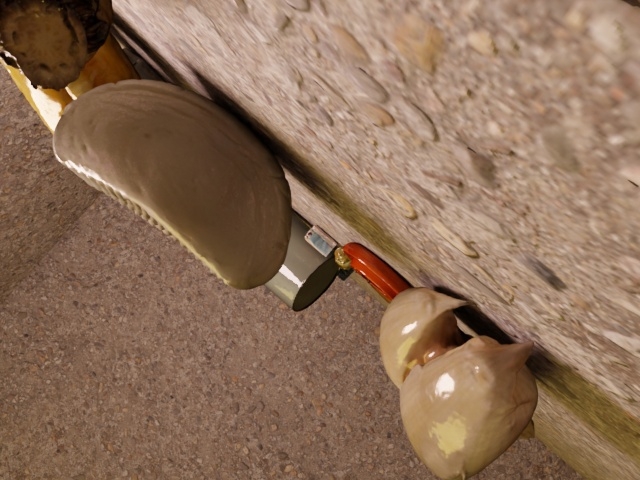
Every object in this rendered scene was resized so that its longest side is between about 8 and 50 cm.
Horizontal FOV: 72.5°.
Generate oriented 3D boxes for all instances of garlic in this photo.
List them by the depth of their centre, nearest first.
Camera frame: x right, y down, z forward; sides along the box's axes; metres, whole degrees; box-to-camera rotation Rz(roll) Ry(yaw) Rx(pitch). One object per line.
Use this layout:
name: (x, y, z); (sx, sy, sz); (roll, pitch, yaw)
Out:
garlic: (0.206, 0.203, 0.658); (0.249, 0.286, 0.313); (-14, 151, 28)

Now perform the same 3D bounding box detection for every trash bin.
trash bin: (-0.160, 0.019, 1.534); (0.432, 0.280, 0.280); (39, 177, 21)

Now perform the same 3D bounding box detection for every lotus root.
lotus root: (-0.305, -0.278, 0.428); (0.314, 0.141, 0.169); (50, 178, 22)

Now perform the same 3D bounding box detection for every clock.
clock: (0.130, 0.080, 0.977); (0.205, 0.051, 0.205); (40, 177, 3)

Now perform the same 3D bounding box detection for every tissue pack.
tissue pack: (0.000, 0.000, 1.358); (0.094, 0.059, 0.074); (41, 180, 2)

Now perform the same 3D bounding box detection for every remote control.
remote control: (-0.400, -0.367, 1.131); (0.103, 0.055, 0.277); (39, 174, 37)

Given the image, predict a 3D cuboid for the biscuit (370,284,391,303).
biscuit: (0.252, 0.205, 1.388); (0.262, 0.037, 0.262); (40, 176, 3)

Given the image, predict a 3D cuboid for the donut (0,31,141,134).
donut: (-0.490, -0.320, 0.899); (0.449, 0.198, 0.449); (49, 163, 20)

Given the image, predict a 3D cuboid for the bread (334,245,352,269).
bread: (0.070, 0.051, 1.246); (0.110, 0.060, 0.066); (68, -178, -81)

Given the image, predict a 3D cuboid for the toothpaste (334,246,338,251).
toothpaste: (0.075, 0.061, 1.561); (0.056, 0.036, 0.205); (40, 172, 13)

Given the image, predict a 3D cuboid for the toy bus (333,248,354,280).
toy bus: (0.030, 0.064, 1.708); (0.236, 0.079, 0.094); (43, 178, -29)

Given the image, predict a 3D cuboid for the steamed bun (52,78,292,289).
steamed bun: (-0.193, -0.105, 0.712); (0.383, 0.236, 0.247); (35, 174, -1)
